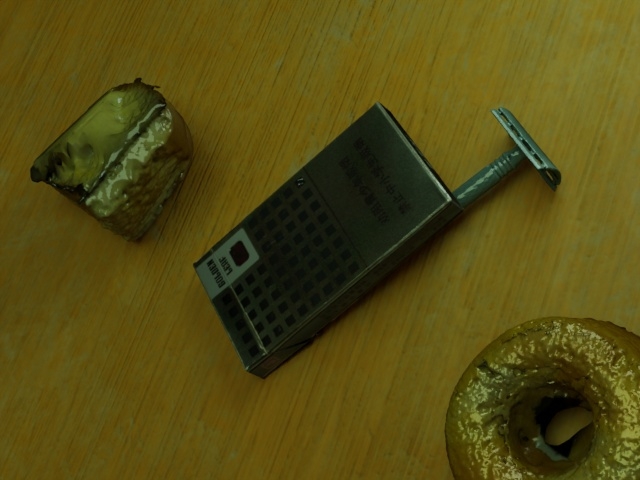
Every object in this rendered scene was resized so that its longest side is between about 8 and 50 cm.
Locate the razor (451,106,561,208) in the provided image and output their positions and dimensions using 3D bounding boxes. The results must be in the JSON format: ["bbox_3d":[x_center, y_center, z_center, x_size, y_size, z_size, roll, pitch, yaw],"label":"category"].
[{"bbox_3d":[0.162,-0.047,1.115,0.232,0.068,0.106,-38,56,13],"label":"razor"}]

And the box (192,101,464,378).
[{"bbox_3d":[-0.001,-0.001,1.144,0.325,0.047,0.180,-41,57,15],"label":"box"}]

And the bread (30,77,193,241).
[{"bbox_3d":[-0.265,-0.116,1.284,0.204,0.163,0.262,-56,35,-5],"label":"bread"}]

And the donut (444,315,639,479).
[{"bbox_3d":[0.240,0.195,0.936,0.254,0.118,0.253,-9,75,33],"label":"donut"}]
